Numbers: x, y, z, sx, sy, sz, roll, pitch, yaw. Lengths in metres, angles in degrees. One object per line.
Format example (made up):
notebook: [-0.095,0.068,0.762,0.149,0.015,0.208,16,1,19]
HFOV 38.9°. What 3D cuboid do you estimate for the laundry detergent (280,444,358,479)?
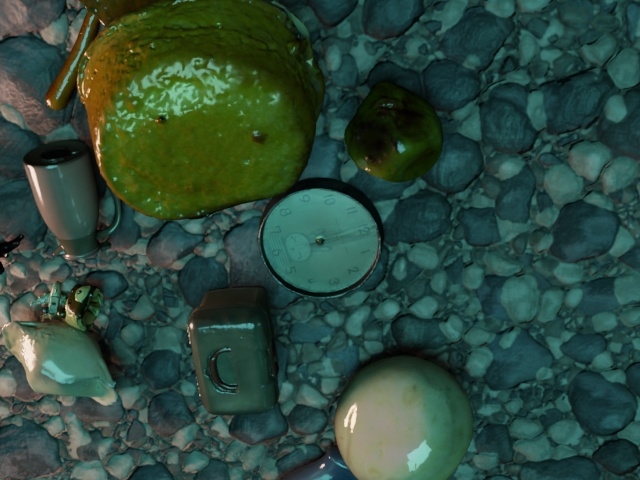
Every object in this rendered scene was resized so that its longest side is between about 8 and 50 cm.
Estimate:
laundry detergent: [0.013,0.454,1.731,0.206,0.061,0.096,-37,105,18]

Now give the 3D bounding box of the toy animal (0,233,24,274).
toy animal: [-0.625,-0.077,1.515,0.195,0.090,0.324,-7,123,1]

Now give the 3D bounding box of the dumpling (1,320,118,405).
dumpling: [-0.473,0.224,1.638,0.216,0.126,0.166,12,144,-20]

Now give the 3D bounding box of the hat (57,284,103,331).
hat: [-0.424,0.116,1.597,0.059,0.077,0.076,14,159,12]

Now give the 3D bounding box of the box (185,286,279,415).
box: [-0.147,0.192,1.584,0.148,0.129,0.210,-4,115,6]

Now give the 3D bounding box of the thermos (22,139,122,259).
thermos: [-0.400,-0.063,1.508,0.137,0.105,0.193,-20,120,-21]

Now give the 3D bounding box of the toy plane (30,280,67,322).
toy plane: [-0.477,0.111,1.622,0.080,0.033,0.083,10,115,-13]

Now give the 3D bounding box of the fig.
fig: [0.120,-0.156,1.398,0.144,0.154,0.166,-50,130,3]

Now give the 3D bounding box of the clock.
clock: [0.000,0.000,1.532,0.215,0.042,0.214,1,114,3]

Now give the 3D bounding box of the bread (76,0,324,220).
bread: [-0.164,-0.184,1.336,0.358,0.204,0.336,-17,139,4]

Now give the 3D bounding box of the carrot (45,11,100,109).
carrot: [-0.384,-0.289,1.433,0.037,0.037,0.190,29,110,-9]

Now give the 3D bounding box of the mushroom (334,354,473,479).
mushroom: [0.149,0.328,1.599,0.246,0.202,0.246,-6,71,18]

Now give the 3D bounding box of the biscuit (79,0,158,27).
biscuit: [-0.189,-0.450,1.308,0.394,0.076,0.368,-36,119,20]
